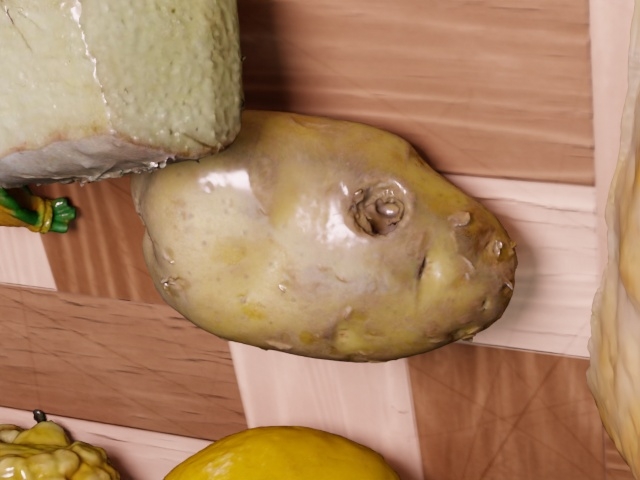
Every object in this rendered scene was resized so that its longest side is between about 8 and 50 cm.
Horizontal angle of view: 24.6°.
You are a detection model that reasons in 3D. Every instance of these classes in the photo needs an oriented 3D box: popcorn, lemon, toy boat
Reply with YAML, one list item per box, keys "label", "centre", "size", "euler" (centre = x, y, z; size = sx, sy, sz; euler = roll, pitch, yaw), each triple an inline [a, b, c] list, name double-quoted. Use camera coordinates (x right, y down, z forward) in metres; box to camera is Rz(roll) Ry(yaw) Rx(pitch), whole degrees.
- label: "popcorn"
  centre: [-0.280, 0.254, 1.414]
  size: [0.189, 0.169, 0.218]
  euler: [24, 152, 15]
- label: "lemon"
  centre: [-0.035, 0.303, 1.264]
  size: [0.297, 0.297, 0.297]
  euler: [13, 131, 16]
- label: "toy boat"
  centre: [-0.270, -0.093, 1.198]
  size: [0.088, 0.089, 0.229]
  euler: [-20, 125, -6]

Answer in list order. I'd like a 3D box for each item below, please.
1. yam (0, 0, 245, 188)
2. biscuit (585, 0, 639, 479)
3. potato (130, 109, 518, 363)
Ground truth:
- label: "yam"
  centre: [-0.181, -0.142, 1.021]
  size: [0.271, 0.201, 0.202]
  euler: [1, 107, 40]
- label: "biscuit"
  centre: [0.266, 0.040, 0.857]
  size: [0.104, 0.446, 0.429]
  euler: [-2, 117, -7]
- label: "potato"
  centre: [0.000, 0.000, 1.098]
  size: [0.296, 0.141, 0.192]
  euler: [15, 121, 9]
